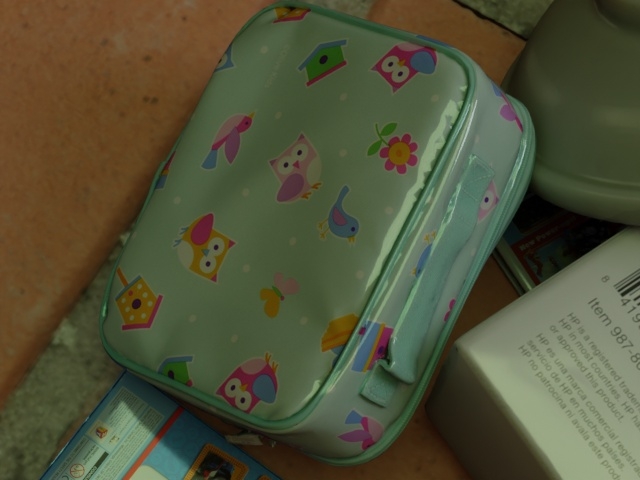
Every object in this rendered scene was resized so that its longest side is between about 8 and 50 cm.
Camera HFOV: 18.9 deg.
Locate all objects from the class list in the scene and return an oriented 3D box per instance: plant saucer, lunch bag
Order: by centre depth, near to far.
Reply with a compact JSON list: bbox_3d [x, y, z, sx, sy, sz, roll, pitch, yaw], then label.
[{"bbox_3d":[0.000,0.000,1.218,0.224,0.108,0.279,21,81,37],"label":"lunch bag"},{"bbox_3d":[0.291,-0.159,1.229,0.400,0.400,0.100,-31,119,-14],"label":"plant saucer"}]

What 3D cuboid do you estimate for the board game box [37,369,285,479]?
[{"bbox_3d":[-0.087,0.205,1.235,0.211,0.039,0.160,35,72,9],"label":"board game box"}]

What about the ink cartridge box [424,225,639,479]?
[{"bbox_3d":[0.311,0.095,1.211,0.395,0.166,0.285,-32,77,-14],"label":"ink cartridge box"}]

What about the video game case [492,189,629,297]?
[{"bbox_3d":[0.239,0.012,1.337,0.204,0.025,0.285,-29,76,-14],"label":"video game case"}]
